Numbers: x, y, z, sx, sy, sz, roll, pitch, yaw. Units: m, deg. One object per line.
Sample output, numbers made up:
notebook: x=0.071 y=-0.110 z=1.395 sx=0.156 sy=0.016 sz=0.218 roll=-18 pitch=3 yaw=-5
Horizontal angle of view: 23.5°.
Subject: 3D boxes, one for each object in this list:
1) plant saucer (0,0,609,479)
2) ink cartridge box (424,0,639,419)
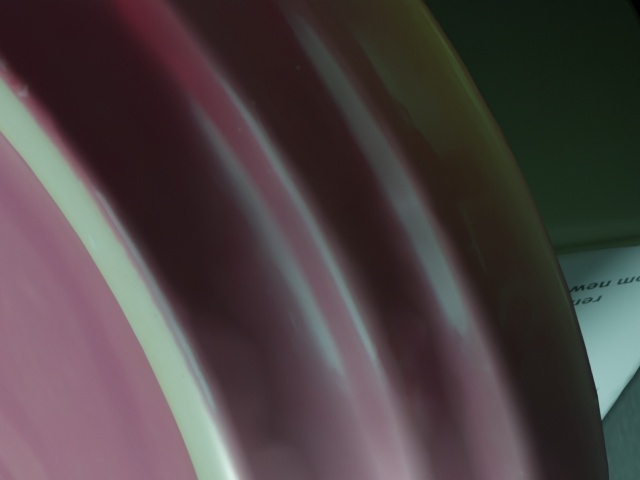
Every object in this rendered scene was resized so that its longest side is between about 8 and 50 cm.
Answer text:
plant saucer: x=-0.059 y=0.021 z=0.472 sx=0.332 sy=0.084 sz=0.332 roll=40 pitch=146 yaw=33
ink cartridge box: x=0.000 y=0.000 z=0.706 sx=0.384 sy=0.160 sz=0.279 roll=108 pitch=150 yaw=-54
